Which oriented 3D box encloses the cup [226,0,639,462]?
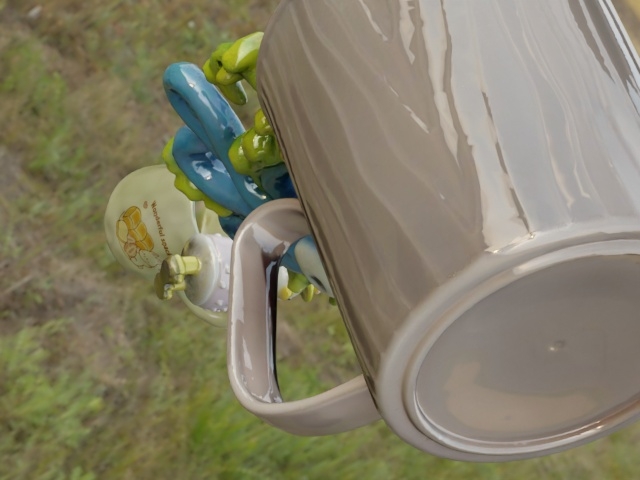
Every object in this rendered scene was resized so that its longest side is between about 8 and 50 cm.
[{"bbox_3d":[0.064,-0.027,0.773,0.208,0.288,0.273,75,-2,-50],"label":"cup"}]

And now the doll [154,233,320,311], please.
[{"bbox_3d":[-0.076,0.034,1.434,0.207,0.129,0.081,0,54,-29],"label":"doll"}]

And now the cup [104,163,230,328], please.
[{"bbox_3d":[-0.173,-0.004,1.974,0.255,0.202,0.173,45,54,-35],"label":"cup"}]

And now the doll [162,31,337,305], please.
[{"bbox_3d":[0.000,0.000,1.031,0.346,0.099,0.341,48,-21,-21],"label":"doll"}]
